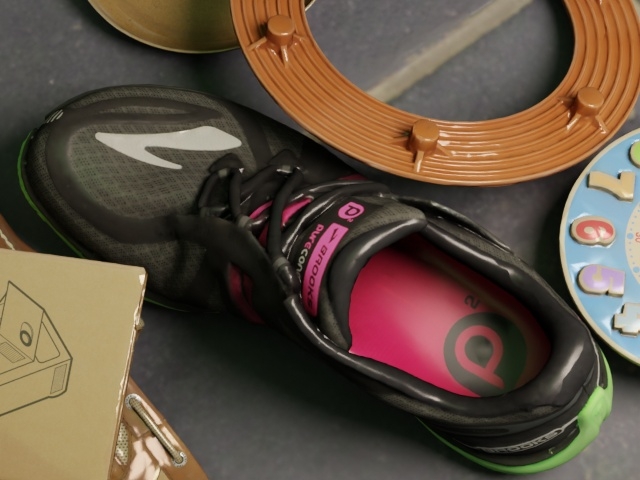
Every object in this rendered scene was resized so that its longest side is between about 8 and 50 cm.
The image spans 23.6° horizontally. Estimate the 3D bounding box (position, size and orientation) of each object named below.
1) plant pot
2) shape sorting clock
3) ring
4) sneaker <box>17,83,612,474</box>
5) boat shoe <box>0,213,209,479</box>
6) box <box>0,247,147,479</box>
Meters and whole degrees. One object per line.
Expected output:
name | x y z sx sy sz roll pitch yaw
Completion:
plant pot | -0.096 -0.261 1.299 0.236 0.032 0.236 -1 72 3
shape sorting clock | 0.282 0.004 1.142 0.206 0.040 0.206 0 71 0
ring | 0.096 -0.183 1.203 0.337 0.032 0.336 5 55 -8
sneaker | 0.000 0.000 1.124 0.483 0.202 0.185 24 75 9
boat shoe | -0.192 0.081 1.162 0.120 0.122 0.324 -28 82 -11
box | -0.235 0.085 1.084 0.201 0.021 0.164 9 82 4
